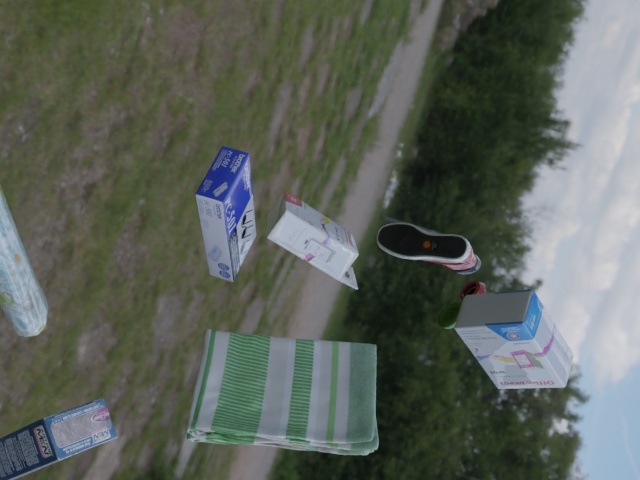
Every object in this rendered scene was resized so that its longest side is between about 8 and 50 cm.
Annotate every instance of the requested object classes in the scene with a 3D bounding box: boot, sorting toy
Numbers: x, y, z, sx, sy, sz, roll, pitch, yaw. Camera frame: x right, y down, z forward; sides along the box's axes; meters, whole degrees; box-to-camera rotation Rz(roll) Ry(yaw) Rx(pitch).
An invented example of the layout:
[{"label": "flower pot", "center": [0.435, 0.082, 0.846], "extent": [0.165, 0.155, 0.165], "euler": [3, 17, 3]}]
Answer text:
[{"label": "boot", "center": [0.270, 0.029, 2.080], "extent": [0.176, 0.244, 0.088], "euler": [38, 67, -62]}, {"label": "sorting toy", "center": [0.242, 0.115, 1.366], "extent": [0.102, 0.042, 0.061], "euler": [-49, -155, -6]}]

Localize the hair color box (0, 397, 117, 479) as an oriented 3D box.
[{"label": "hair color box", "center": [-0.665, 0.487, 1.986], "extent": [0.174, 0.347, 0.105], "euler": [-12, 78, -54]}]

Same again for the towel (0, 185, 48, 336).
[{"label": "towel", "center": [-0.619, -0.031, 1.567], "extent": [0.090, 0.374, 0.321], "euler": [-25, 121, -17]}]

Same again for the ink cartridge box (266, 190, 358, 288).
[{"label": "ink cartridge box", "center": [0.000, 0.000, 1.536], "extent": [0.067, 0.198, 0.115], "euler": [-54, -164, 16]}]

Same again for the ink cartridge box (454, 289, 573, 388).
[{"label": "ink cartridge box", "center": [0.224, 0.117, 0.959], "extent": [0.122, 0.088, 0.052], "euler": [50, 48, -32]}]

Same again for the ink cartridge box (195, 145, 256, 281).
[{"label": "ink cartridge box", "center": [-0.138, -0.036, 1.250], "extent": [0.207, 0.046, 0.097], "euler": [91, 19, -56]}]

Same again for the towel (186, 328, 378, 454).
[{"label": "towel", "center": [-0.060, 0.264, 1.483], "extent": [0.248, 0.324, 0.038], "euler": [-87, -178, -48]}]
